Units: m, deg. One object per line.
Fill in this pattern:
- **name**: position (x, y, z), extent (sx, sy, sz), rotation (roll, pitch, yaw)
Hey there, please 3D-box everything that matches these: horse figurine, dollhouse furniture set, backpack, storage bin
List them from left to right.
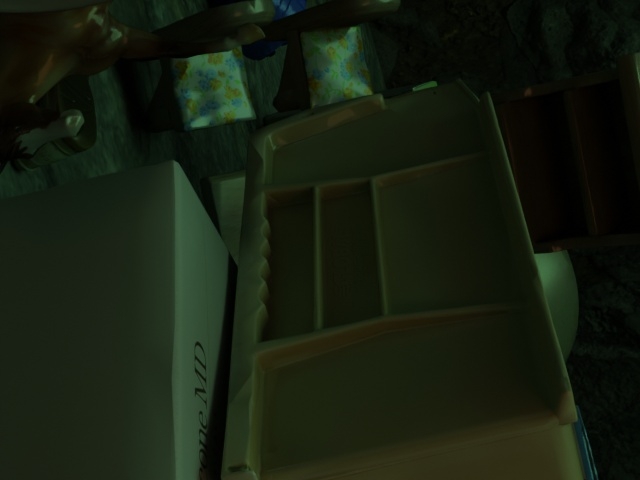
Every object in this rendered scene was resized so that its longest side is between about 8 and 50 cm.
- **horse figurine**: position (-0.149, -0.181, 0.738), extent (0.066, 0.174, 0.263), rotation (70, -1, -78)
- **backpack**: position (-0.073, -0.265, 1.375), extent (0.101, 0.098, 0.120), rotation (33, 37, -34)
- **dollhouse furniture set**: position (0.095, -0.034, 1.046), extent (0.394, 0.256, 0.362), rotation (-15, 95, -36)
- **storage bin**: position (0.057, 0.097, 0.580), extent (0.260, 0.123, 0.262), rotation (-92, 165, -56)

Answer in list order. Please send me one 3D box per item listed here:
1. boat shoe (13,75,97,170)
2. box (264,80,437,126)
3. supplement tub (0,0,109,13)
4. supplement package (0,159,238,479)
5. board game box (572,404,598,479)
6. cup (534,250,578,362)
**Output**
- **boat shoe**: position (-0.175, -0.109, 0.791), extent (0.056, 0.048, 0.153), rotation (46, 25, -49)
- **box**: position (0.074, -0.019, 1.500), extent (0.058, 0.232, 0.322), rotation (-31, 109, -47)
- **supplement tub**: position (-0.157, -0.271, 0.621), extent (0.191, 0.191, 0.272), rotation (47, 33, -72)
- **supplement package**: position (-0.093, 0.133, 0.556), extent (0.293, 0.175, 0.177), rotation (65, 17, -53)
- **board game box**: position (0.106, 0.235, 1.179), extent (0.302, 0.308, 0.086), rotation (43, 35, -74)
- **cup**: position (0.082, 0.090, 1.342), extent (0.237, 0.331, 0.331), rotation (-32, 112, -53)
